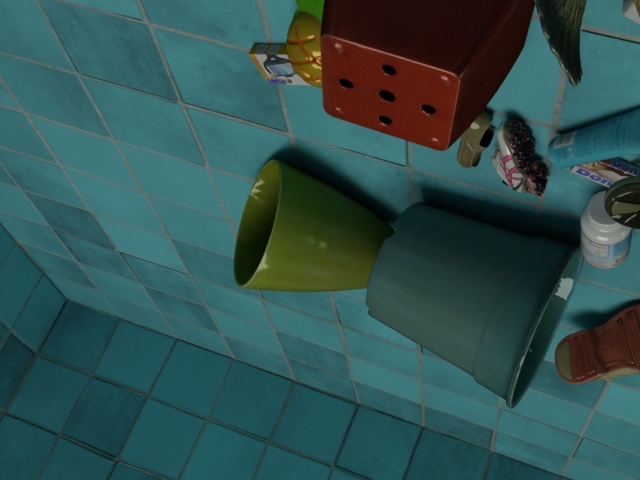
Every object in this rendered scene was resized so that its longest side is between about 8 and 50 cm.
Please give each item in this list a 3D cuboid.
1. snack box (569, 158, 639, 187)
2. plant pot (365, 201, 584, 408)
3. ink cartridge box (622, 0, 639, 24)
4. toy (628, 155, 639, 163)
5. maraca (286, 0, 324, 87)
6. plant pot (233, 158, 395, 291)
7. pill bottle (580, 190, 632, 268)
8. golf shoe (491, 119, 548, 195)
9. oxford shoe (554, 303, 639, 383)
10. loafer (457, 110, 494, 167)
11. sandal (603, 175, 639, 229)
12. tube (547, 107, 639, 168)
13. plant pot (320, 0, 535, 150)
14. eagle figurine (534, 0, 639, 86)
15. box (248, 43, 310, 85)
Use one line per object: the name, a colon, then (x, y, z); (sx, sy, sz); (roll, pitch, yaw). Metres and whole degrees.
snack box: (0.503, -0.099, 1.520); (0.178, 0.022, 0.064); (23, 159, 2)
plant pot: (0.290, 0.100, 1.811); (0.334, 0.341, 0.341); (24, 159, 22)
ink cartridge box: (0.577, -0.266, 1.006); (0.385, 0.091, 0.308); (27, 157, -5)
toy: (0.557, -0.145, 1.310); (0.137, 0.056, 0.237); (6, 169, -12)
maraca: (-0.002, -0.314, 1.447); (0.127, 0.099, 0.185); (38, 153, 28)
plant pot: (0.000, 0.000, 1.965); (0.294, 0.274, 0.275); (15, 160, -19)
pill bottle: (0.493, -0.020, 1.605); (0.087, 0.087, 0.160); (15, 159, 21)
golf shoe: (0.319, -0.136, 1.561); (0.086, 0.067, 0.186); (10, 154, 33)
oxford shoe: (0.676, 0.210, 1.939); (0.147, 0.140, 0.397); (1, 166, -33)
loafer: (0.262, -0.166, 1.563); (0.050, 0.056, 0.148); (22, 158, 20)
sandal: (0.571, -0.063, 1.430); (0.303, 0.086, 0.120); (13, 137, -19)
tube: (0.435, -0.153, 1.414); (0.052, 0.080, 0.207); (10, 169, -28)
plant pot: (0.125, -0.279, 1.224); (0.267, 0.235, 0.267); (20, 156, 11)
eagle figurine: (0.270, -0.315, 0.962); (0.225, 0.226, 0.298); (29, -157, -46)
box: (-0.049, -0.303, 1.606); (0.136, 0.028, 0.081); (10, 153, 34)
